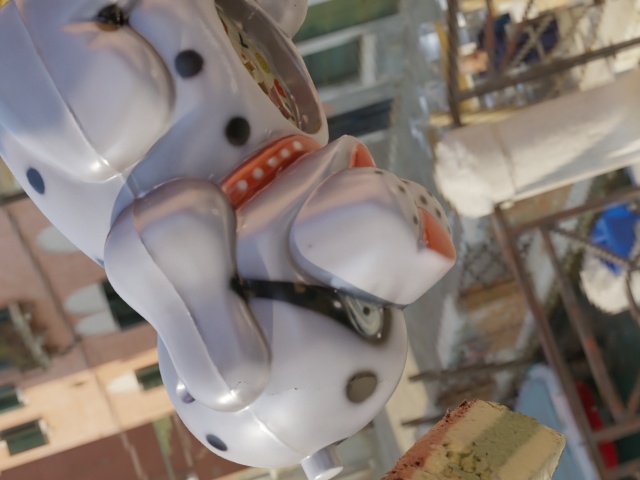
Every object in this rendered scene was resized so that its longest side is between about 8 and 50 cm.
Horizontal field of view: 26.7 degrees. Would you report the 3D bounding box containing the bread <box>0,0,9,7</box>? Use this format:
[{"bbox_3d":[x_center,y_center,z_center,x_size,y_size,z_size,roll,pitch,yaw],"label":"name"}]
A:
[{"bbox_3d":[-0.286,-0.259,1.242,0.211,0.114,0.083,54,178,-8],"label":"bread"}]

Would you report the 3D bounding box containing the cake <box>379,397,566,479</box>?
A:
[{"bbox_3d":[0.085,0.193,0.873,0.220,0.086,0.117,-25,-49,-66],"label":"cake"}]

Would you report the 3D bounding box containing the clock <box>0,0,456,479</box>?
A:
[{"bbox_3d":[-0.042,-0.006,0.654,0.254,0.188,0.189,59,169,20],"label":"clock"}]
